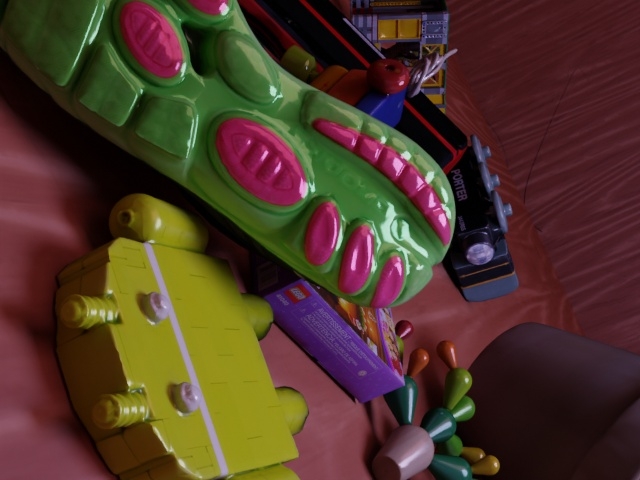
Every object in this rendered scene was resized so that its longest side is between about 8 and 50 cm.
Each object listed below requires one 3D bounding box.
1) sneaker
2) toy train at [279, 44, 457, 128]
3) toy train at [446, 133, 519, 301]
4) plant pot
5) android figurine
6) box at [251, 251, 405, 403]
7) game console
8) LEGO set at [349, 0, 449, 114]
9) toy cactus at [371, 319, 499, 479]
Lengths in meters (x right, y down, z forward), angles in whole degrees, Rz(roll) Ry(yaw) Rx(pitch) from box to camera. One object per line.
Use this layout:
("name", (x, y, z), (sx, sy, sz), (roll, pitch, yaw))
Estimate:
("sneaker", (-0.107, -0.114, 0.778), (0.483, 0.185, 0.202), (46, -18, -20))
("toy train", (0.020, -0.156, 1.007), (0.248, 0.143, 0.105), (-49, 159, -38))
("toy train", (0.266, -0.046, 1.776), (0.334, 0.142, 0.190), (-96, 166, -51))
("plant pot", (0.321, 0.248, 1.219), (0.280, 0.323, 0.323), (37, -4, 40))
("android figurine", (-0.089, 0.085, 0.689), (0.273, 0.056, 0.248), (22, 45, -67))
("box", (0.000, 0.000, 1.052), (0.201, 0.057, 0.293), (48, 23, -40))
("game console", (0.016, -0.214, 1.208), (0.386, 0.060, 0.342), (45, 19, 1))
("LEGO set", (0.118, -0.361, 1.795), (0.331, 0.192, 0.255), (-92, 180, -46))
("toy cactus", (0.104, 0.202, 1.046), (0.180, 0.112, 0.219), (-25, 91, -54))
